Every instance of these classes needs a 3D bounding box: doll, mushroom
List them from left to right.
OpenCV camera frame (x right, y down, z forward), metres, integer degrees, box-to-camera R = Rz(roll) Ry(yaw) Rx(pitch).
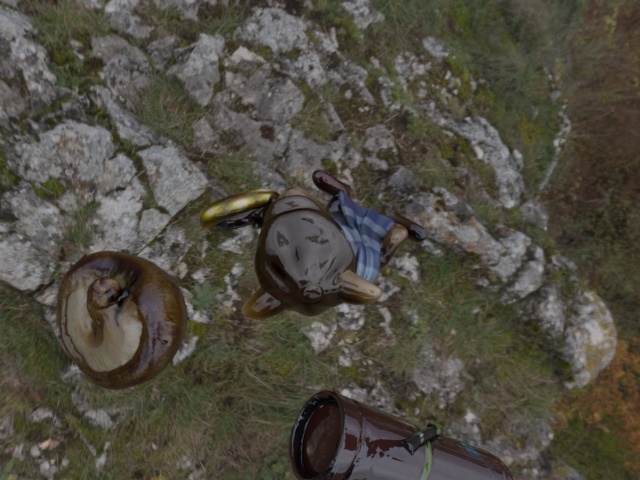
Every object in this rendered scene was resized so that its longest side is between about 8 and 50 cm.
[{"bbox_3d":[-0.296,0.118,0.796,0.138,0.231,0.194,-23,136,-50],"label":"mushroom"},{"bbox_3d":[0.000,-0.005,0.855,0.317,0.339,0.209,0,102,19],"label":"doll"}]

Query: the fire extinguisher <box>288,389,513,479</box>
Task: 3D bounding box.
[{"bbox_3d":[0.136,0.266,0.601,0.341,0.141,0.105,28,63,-26],"label":"fire extinguisher"}]
